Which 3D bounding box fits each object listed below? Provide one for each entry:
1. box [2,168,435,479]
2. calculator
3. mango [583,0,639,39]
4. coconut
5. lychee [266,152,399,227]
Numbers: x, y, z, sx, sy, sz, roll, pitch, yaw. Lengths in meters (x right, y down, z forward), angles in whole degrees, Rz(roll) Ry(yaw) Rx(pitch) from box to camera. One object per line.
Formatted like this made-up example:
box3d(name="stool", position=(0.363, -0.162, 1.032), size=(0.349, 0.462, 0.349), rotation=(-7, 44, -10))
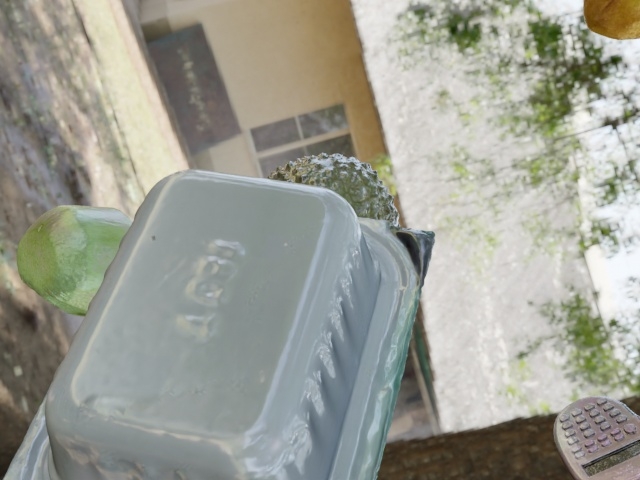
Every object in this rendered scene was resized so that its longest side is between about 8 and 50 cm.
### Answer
box3d(name="box", position=(-0.071, 0.070, 0.644), size=(0.106, 0.264, 0.337), rotation=(85, 18, -51))
box3d(name="calculator", position=(0.322, 0.234, 0.997), size=(0.166, 0.103, 0.024), rotation=(-111, 176, -59))
box3d(name="mango", position=(0.455, -0.371, 1.171), size=(0.187, 0.257, 0.138), rotation=(62, 14, -5))
box3d(name="coconut", position=(-0.423, 0.037, 1.627), size=(0.236, 0.235, 0.205), rotation=(82, -7, -72))
box3d(name="lychee", position=(0.000, 0.000, 1.351), size=(0.274, 0.255, 0.255), rotation=(-87, 166, -57))
